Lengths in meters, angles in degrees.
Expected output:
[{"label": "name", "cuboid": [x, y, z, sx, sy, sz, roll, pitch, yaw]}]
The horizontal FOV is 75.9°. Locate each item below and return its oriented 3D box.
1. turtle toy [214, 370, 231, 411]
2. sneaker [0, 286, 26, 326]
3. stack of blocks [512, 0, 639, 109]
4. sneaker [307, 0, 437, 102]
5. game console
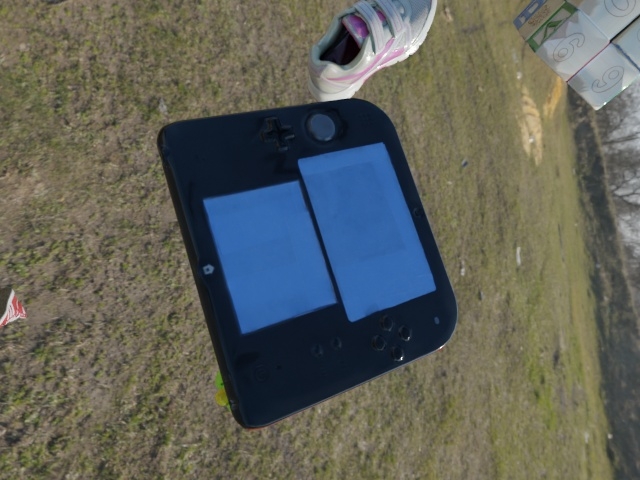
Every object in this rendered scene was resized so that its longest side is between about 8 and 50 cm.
[{"label": "turtle toy", "cuboid": [-0.127, 0.252, 0.688, 0.095, 0.130, 0.066, -41, 145, -34]}, {"label": "sneaker", "cuboid": [-0.627, 0.155, 0.816, 0.119, 0.042, 0.067, -112, -165, -51]}, {"label": "stack of blocks", "cuboid": [0.312, -0.253, 0.314, 0.087, 0.297, 0.171, 35, 39, -13]}, {"label": "sneaker", "cuboid": [0.081, -0.321, 0.645, 0.103, 0.252, 0.111, 49, 7, 6]}, {"label": "game console", "cuboid": [0.000, 0.000, 0.554, 0.341, 0.060, 0.387, -14, 82, -27]}]
